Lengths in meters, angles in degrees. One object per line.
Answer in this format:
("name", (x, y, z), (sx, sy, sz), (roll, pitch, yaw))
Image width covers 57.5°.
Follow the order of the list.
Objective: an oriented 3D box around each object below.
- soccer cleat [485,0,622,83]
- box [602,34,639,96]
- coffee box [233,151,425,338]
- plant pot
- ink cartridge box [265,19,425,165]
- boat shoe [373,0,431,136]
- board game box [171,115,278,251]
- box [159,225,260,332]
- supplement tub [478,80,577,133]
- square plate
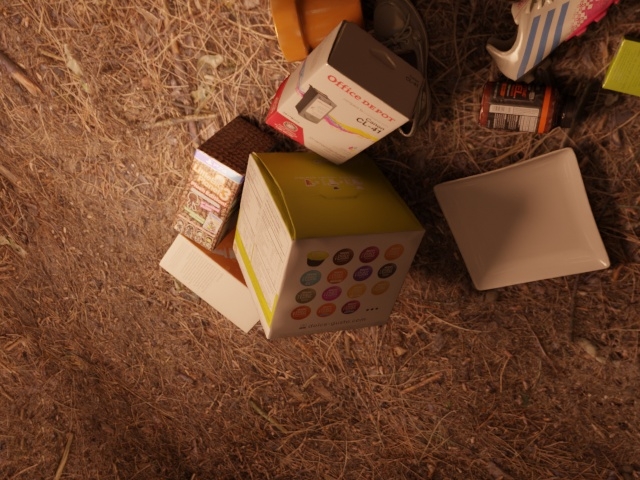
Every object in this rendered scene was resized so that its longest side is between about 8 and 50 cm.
("soccer cleat", (0.476, -0.465, 1.170), (0.143, 0.116, 0.331), (40, 129, -6))
("box", (0.693, -0.347, 1.202), (0.178, 0.042, 0.109), (18, 128, 12))
("coffee box", (0.000, 0.000, 1.478), (0.338, 0.338, 0.334), (-4, 133, -24))
("plant pot", (0.001, -0.519, 1.308), (0.188, 0.205, 0.205), (-7, 120, 10))
("ink cartridge box", (0.046, -0.316, 1.316), (0.226, 0.131, 0.306), (29, 157, -20))
("boat shoe", (0.187, -0.403, 1.349), (0.118, 0.103, 0.320), (0, 122, 24))
("board game box", (-0.268, -0.158, 1.635), (0.141, 0.232, 0.291), (31, 128, 2))
("box", (-0.280, 0.080, 1.813), (0.345, 0.215, 0.168), (39, 128, -6))
("supplement tub", (0.460, -0.295, 1.302), (0.198, 0.106, 0.106), (9, 125, 17))
("square plate", (0.509, -0.045, 1.486), (0.347, 0.049, 0.344), (-15, 115, 31))
